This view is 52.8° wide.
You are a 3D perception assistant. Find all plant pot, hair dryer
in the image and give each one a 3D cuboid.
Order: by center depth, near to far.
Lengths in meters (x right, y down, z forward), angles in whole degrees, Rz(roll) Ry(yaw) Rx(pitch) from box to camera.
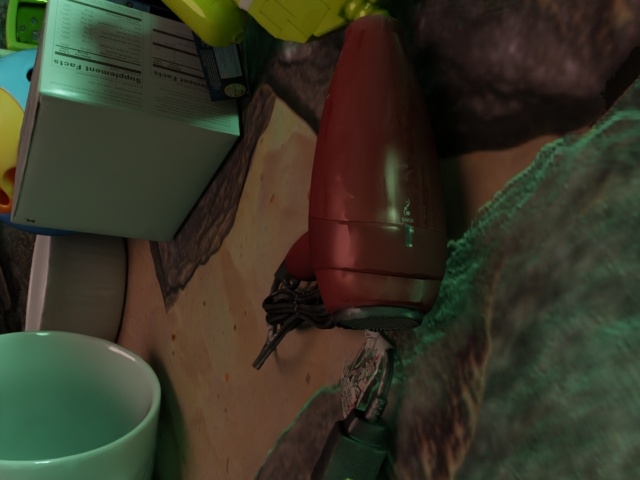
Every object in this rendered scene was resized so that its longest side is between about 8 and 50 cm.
[{"bbox_3d":[0.000,0.000,0.428,0.223,0.080,0.294,47,124,56],"label":"hair dryer"},{"bbox_3d":[-0.530,-0.356,1.348,0.227,0.228,0.207,-112,33,-42],"label":"plant pot"}]

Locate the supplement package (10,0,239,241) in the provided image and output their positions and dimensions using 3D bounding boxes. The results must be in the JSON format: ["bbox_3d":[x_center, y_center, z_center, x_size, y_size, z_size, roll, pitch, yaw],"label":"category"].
[{"bbox_3d":[-0.239,-0.128,0.767,0.262,0.204,0.145,-43,47,50],"label":"supplement package"}]

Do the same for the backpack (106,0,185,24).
[{"bbox_3d":[-0.262,-0.301,0.884,0.158,0.173,0.117,51,127,52],"label":"backpack"}]

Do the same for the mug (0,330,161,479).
[{"bbox_3d":[-0.316,0.338,0.779,0.374,0.276,0.328,22,112,30],"label":"mug"}]

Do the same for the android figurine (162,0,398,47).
[{"bbox_3d":[-0.032,-0.246,0.424,0.273,0.056,0.248,45,124,5],"label":"android figurine"}]

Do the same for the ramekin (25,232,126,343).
[{"bbox_3d":[-0.447,0.089,1.172,0.277,0.135,0.277,-21,66,58],"label":"ramekin"}]

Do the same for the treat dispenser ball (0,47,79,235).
[{"bbox_3d":[-0.413,-0.150,1.005,0.288,0.288,0.288,-22,64,58],"label":"treat dispenser ball"}]

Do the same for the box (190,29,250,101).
[{"bbox_3d":[-0.112,-0.286,0.663,0.159,0.044,0.233,84,178,-64],"label":"box"}]

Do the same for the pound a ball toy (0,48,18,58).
[{"bbox_3d":[-0.505,-0.225,1.159,0.208,0.319,0.136,-62,35,33],"label":"pound a ball toy"}]
